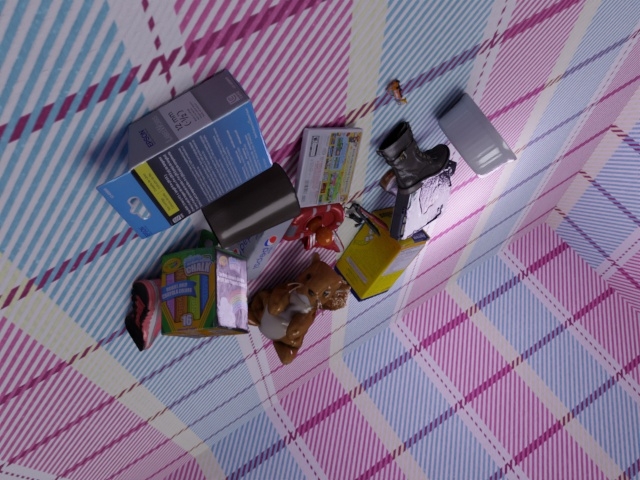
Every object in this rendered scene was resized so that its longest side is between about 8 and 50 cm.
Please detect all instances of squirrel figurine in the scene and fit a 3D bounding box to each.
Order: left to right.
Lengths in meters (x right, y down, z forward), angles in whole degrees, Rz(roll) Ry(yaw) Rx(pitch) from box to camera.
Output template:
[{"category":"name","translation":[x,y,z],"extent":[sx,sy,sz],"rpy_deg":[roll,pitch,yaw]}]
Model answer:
[{"category":"squirrel figurine","translation":[-0.056,0.202,2.063],"extent":[0.370,0.281,0.397],"rpy_deg":[-49,170,28]}]

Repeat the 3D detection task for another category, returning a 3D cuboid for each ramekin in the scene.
[{"category":"ramekin","translation":[0.517,-0.342,1.858],"extent":[0.135,0.277,0.277],"rpy_deg":[-37,158,20]}]

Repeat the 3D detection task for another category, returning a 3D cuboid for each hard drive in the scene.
[{"category":"hard drive","translation":[0.392,-0.159,2.117],"extent":[0.339,0.064,0.236],"rpy_deg":[-30,136,-43]}]

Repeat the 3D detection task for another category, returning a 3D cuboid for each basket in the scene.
[{"category":"basket","translation":[-0.188,-0.085,1.473],"extent":[0.227,0.154,0.204],"rpy_deg":[-28,169,-12]}]

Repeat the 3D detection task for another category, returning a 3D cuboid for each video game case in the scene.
[{"category":"video game case","translation":[0.020,-0.208,1.573],"extent":[0.207,0.026,0.226],"rpy_deg":[-10,121,-40]}]

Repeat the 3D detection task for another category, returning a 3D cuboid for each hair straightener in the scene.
[{"category":"hair straightener","translation":[0.155,-0.069,2.037],"extent":[0.089,0.047,0.230],"rpy_deg":[-37,139,22]}]

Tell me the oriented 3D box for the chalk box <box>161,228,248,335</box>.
[{"category":"chalk box","translation":[-0.322,0.118,1.554],"extent":[0.179,0.288,0.180],"rpy_deg":[-10,162,20]}]

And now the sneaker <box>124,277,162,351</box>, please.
[{"category":"sneaker","translation":[-0.484,0.221,1.648],"extent":[0.136,0.116,0.313],"rpy_deg":[-19,150,-39]}]

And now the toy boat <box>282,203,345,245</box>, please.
[{"category":"toy boat","translation":[-0.011,-0.046,1.785],"extent":[0.231,0.151,0.151],"rpy_deg":[-17,149,-39]}]

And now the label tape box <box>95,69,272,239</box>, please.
[{"category":"label tape box","translation":[-0.294,-0.174,1.204],"extent":[0.348,0.115,0.249],"rpy_deg":[-31,156,-8]}]

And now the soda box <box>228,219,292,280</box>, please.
[{"category":"soda box","translation":[-0.196,0.005,1.690],"extent":[0.098,0.091,0.286],"rpy_deg":[-14,147,-45]}]

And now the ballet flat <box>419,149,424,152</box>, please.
[{"category":"ballet flat","translation":[0.320,-0.284,1.949],"extent":[0.213,0.072,0.068],"rpy_deg":[-12,118,-47]}]

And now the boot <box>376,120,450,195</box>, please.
[{"category":"boot","translation":[0.308,-0.294,1.809],"extent":[0.263,0.091,0.229],"rpy_deg":[-45,132,-17]}]

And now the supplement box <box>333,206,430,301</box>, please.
[{"category":"supplement box","translation":[0.246,0.055,2.279],"extent":[0.194,0.195,0.356],"rpy_deg":[-14,147,-43]}]

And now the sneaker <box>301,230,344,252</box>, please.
[{"category":"sneaker","translation":[0.000,0.000,1.999],"extent":[0.128,0.087,0.221],"rpy_deg":[-30,144,2]}]

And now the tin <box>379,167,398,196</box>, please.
[{"category":"tin","translation":[0.284,-0.216,2.042],"extent":[0.106,0.040,0.190],"rpy_deg":[-49,154,15]}]

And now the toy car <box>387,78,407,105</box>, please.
[{"category":"toy car","translation":[0.218,-0.404,1.583],"extent":[0.041,0.060,0.122],"rpy_deg":[-10,155,16]}]
